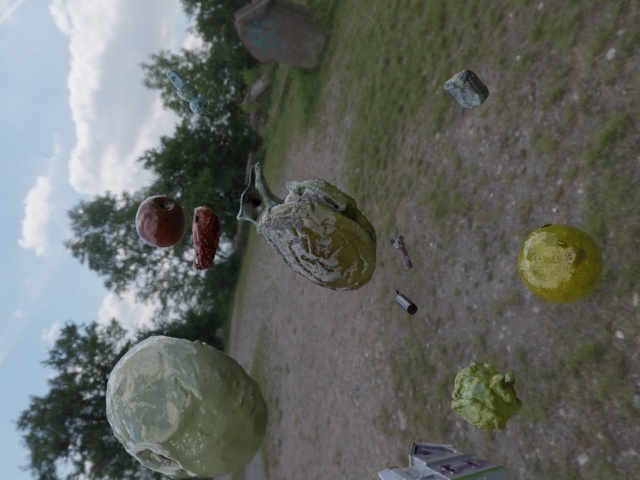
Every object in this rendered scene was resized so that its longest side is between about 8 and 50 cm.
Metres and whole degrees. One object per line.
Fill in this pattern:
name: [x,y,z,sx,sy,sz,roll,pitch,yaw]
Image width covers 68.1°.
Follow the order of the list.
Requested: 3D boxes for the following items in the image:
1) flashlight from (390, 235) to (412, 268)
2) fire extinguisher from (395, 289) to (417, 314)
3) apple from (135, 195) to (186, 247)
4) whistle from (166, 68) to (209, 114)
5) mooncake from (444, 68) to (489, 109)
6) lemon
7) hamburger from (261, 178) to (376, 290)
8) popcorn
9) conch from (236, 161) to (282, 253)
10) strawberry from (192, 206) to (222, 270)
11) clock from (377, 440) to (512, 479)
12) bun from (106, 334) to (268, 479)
flashlight: [0.265,0.038,1.509,0.110,0.052,0.031,66,160,9]
fire extinguisher: [0.323,0.244,1.798,0.157,0.045,0.078,-137,29,-75]
apple: [-0.578,-0.068,1.729,0.181,0.181,0.168,-93,26,-56]
whistle: [-0.245,-0.274,0.883,0.035,0.100,0.035,-35,23,17]
mooncake: [0.480,-0.500,1.557,0.073,0.125,0.130,-47,16,-8]
lemon: [0.523,0.050,1.036,0.206,0.174,0.173,56,-139,-65]
hamburger: [-0.002,-0.001,1.098,0.265,0.285,0.134,5,52,49]
popcorn: [0.584,0.557,1.692,0.256,0.255,0.195,-100,-3,-51]
conch: [-0.156,-0.075,1.305,0.234,0.137,0.114,56,178,16]
strawberry: [-0.330,-0.007,1.374,0.121,0.082,0.188,161,105,-68]
clock: [0.324,0.666,1.293,0.309,0.235,0.166,167,102,-64]
bun: [-0.298,0.383,1.009,0.202,0.364,0.364,-64,-3,-48]
